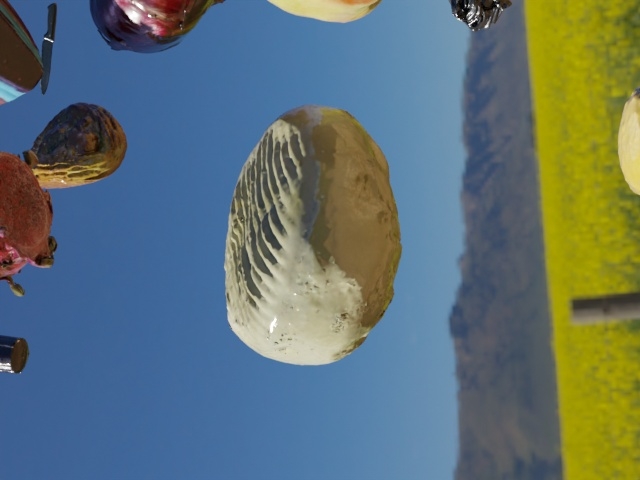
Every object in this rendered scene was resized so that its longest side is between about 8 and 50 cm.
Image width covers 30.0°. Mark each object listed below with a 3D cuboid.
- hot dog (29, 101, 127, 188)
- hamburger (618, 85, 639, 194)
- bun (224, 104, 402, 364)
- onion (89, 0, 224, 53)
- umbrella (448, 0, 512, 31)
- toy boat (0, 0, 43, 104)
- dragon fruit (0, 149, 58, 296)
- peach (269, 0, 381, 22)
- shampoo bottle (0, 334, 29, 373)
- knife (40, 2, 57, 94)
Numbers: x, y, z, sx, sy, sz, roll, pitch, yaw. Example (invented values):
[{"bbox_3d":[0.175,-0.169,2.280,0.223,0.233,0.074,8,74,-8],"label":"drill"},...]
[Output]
[{"bbox_3d":[-0.520,-0.190,2.514,0.122,0.272,0.196,38,-111,-31],"label":"hot dog"},{"bbox_3d":[0.461,-0.132,1.581,0.162,0.115,0.162,-178,90,-84],"label":"hamburger"},{"bbox_3d":[0.000,0.000,1.626,0.326,0.234,0.362,-124,44,-70],"label":"bun"},{"bbox_3d":[-0.228,-0.422,1.815,0.314,0.232,0.314,-53,20,29],"label":"onion"},{"bbox_3d":[0.268,-0.520,2.351,0.272,0.122,0.110,-120,28,-43],"label":"umbrella"},{"bbox_3d":[-0.458,-0.289,1.303,0.392,0.079,0.136,43,-105,-43],"label":"toy boat"},{"bbox_3d":[-0.498,-0.043,1.832,0.282,0.147,0.211,54,-164,-28],"label":"dragon fruit"},{"bbox_3d":[-0.009,-0.389,1.458,0.232,0.256,0.232,-60,3,5],"label":"peach"},{"bbox_3d":[-0.617,0.177,1.970,0.104,0.278,0.104,5,-90,-76],"label":"shampoo bottle"},{"bbox_3d":[-0.504,-0.354,2.202,0.010,0.023,0.170,-24,-59,-82],"label":"knife"}]
